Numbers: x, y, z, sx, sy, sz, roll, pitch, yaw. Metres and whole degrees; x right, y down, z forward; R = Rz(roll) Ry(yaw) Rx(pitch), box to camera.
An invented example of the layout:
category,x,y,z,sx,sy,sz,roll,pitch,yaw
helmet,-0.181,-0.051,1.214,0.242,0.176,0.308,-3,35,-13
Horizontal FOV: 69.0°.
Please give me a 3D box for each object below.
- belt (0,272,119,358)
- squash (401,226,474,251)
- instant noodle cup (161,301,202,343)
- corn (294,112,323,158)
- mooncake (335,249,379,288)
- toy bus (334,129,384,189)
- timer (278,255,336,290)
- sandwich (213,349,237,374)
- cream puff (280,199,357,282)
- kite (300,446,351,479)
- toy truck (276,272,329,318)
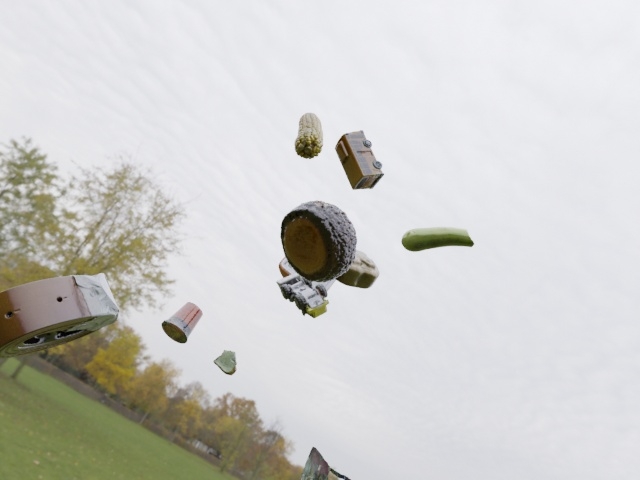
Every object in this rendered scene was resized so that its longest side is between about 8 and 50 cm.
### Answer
category,x,y,z,sx,sy,sz,roll,pitch,yaw
belt,-0.633,0.172,1.111,0.122,0.217,0.338,61,10,8
squash,0.404,-0.006,1.617,0.249,0.083,0.083,-4,-30,-2
instant noodle cup,-0.555,0.329,1.897,0.127,0.136,0.127,16,-47,18
corn,-0.036,-0.388,1.683,0.101,0.313,0.102,1,-54,2
mooncake,0.134,0.102,2.011,0.234,0.235,0.117,30,-66,0
toy bus,0.130,-0.285,1.646,0.098,0.114,0.201,-52,-126,53
timer,-0.056,0.131,2.232,0.250,0.257,0.161,49,-38,-10
sandwich,-0.386,0.513,1.963,0.104,0.093,0.036,37,-21,28
cream puff,0.000,0.000,1.326,0.238,0.164,0.239,18,-63,39
kite,0.018,0.862,1.640,0.022,0.204,0.360,26,-22,-25
toy truck,-0.073,0.222,1.894,0.285,0.136,0.111,29,-44,56
